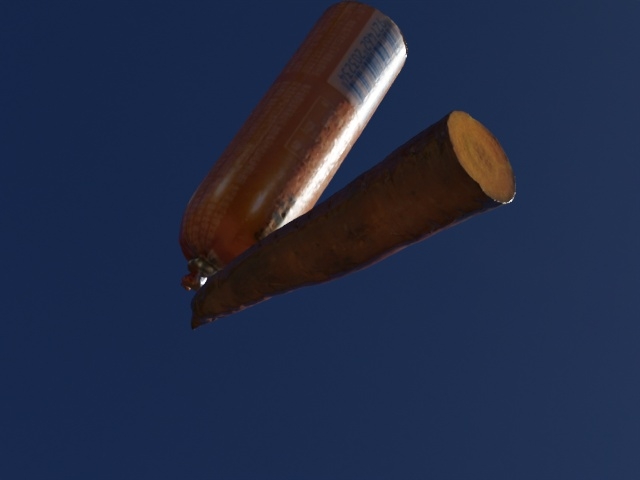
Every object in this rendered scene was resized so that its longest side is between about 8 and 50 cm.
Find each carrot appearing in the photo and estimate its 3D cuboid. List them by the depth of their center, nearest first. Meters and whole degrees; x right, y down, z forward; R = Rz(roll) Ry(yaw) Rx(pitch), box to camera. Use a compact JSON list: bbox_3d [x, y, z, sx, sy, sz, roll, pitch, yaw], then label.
[{"bbox_3d":[0.000,0.000,0.584,0.224,0.057,0.057,-28,-84,28],"label":"carrot"}]

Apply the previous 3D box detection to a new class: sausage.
[{"bbox_3d":[-0.029,-0.075,0.872,0.093,0.312,0.093,22,-33,15],"label":"sausage"}]
